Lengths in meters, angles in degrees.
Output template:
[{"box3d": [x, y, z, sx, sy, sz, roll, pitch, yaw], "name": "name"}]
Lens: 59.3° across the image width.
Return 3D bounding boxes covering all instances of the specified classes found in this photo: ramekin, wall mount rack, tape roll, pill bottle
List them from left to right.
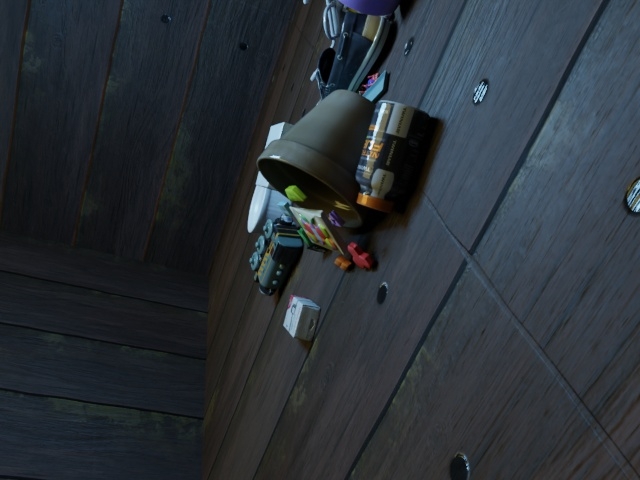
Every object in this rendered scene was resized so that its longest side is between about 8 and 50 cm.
[{"box3d": [-0.216, -0.153, 2.465, 0.277, 0.135, 0.277, -165, 90, -74], "name": "ramekin"}, {"box3d": [0.042, -0.747, 1.991, 0.350, 0.130, 0.304, -53, -38, -49], "name": "wall mount rack"}, {"box3d": [0.130, -0.792, 1.652, 0.090, 0.275, 0.274, 128, 151, -51], "name": "tape roll"}, {"box3d": [0.160, -0.191, 1.315, 0.130, 0.130, 0.245, -142, 67, -71], "name": "pill bottle"}]

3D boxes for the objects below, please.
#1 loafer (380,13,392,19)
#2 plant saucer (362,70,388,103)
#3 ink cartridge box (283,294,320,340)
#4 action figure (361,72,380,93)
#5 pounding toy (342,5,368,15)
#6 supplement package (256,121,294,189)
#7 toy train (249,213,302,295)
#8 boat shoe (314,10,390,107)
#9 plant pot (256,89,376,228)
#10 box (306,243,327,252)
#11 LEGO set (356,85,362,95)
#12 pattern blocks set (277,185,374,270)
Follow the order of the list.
[{"box3d": [0.201, -0.717, 1.774, 0.125, 0.045, 0.039, -95, 8, -48], "name": "loafer"}, {"box3d": [0.158, -0.444, 1.717, 0.192, 0.018, 0.067, 148, 134, -65], "name": "plant saucer"}, {"box3d": [-0.061, 0.242, 1.770, 0.150, 0.063, 0.109, -159, 84, -73], "name": "ink cartridge box"}, {"box3d": [0.157, -0.492, 1.747, 0.115, 0.030, 0.038, -23, 50, 67], "name": "action figure"}, {"box3d": [0.148, -0.775, 1.862, 0.141, 0.130, 0.100, 125, 166, -48], "name": "pounding toy"}, {"box3d": [-0.035, -0.227, 1.732, 0.199, 0.263, 0.198, -154, 79, -72], "name": "supplement package"}, {"box3d": [-0.173, 0.061, 2.170, 0.190, 0.142, 0.334, -109, 36, -45], "name": "toy train"}, {"box3d": [0.058, -0.556, 1.865, 0.500, 0.156, 0.186, 128, 158, -57], "name": "boat shoe"}, {"box3d": [0.040, -0.232, 1.500, 0.280, 0.323, 0.323, -58, 14, -13], "name": "plant pot"}, {"box3d": [0.000, 0.000, 1.778, 0.083, 0.062, 0.052, 142, 140, -63], "name": "box"}, {"box3d": [0.130, -0.479, 1.840, 0.054, 0.023, 0.083, -50, 17, 50], "name": "LEGO set"}, {"box3d": [-0.003, -0.027, 1.506, 0.026, 0.285, 0.325, -42, 14, -17], "name": "pattern blocks set"}]
